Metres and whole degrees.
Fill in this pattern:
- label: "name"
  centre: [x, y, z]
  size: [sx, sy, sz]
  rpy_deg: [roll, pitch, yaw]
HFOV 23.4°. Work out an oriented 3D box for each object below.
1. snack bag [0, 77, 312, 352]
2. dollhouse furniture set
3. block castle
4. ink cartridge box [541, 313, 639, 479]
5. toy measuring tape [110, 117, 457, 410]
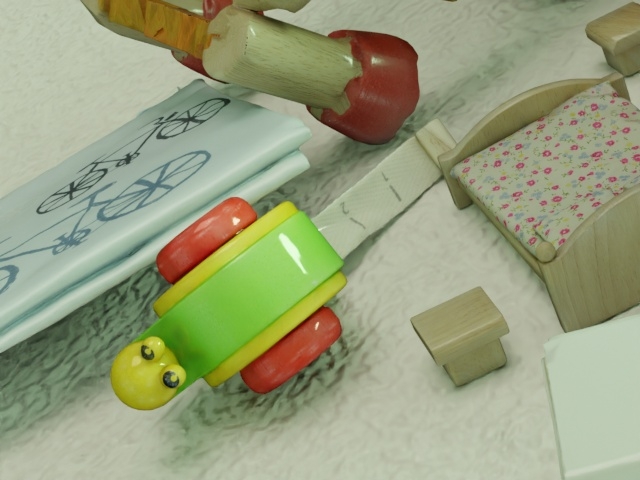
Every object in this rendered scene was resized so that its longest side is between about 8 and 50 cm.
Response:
- label: "snack bag"
  centre: [-0.183, -0.012, 1.146]
  size: [0.323, 0.037, 0.342]
  rpy_deg: [-33, 18, -8]
- label: "dollhouse furniture set"
  centre: [0.162, -0.118, 0.983]
  size: [0.355, 0.174, 0.303]
  rpy_deg: [-26, 29, -5]
- label: "block castle"
  centre: [0.014, -0.324, 1.195]
  size: [0.303, 0.213, 0.453]
  rpy_deg: [28, 102, 50]
- label: "ink cartridge box"
  centre: [0.212, 0.094, 0.624]
  size: [0.212, 0.154, 0.093]
  rpy_deg: [-15, 32, 13]
- label: "toy measuring tape"
  centre: [0.000, 0.000, 0.969]
  size: [0.121, 0.121, 0.330]
  rpy_deg: [12, 39, 46]
